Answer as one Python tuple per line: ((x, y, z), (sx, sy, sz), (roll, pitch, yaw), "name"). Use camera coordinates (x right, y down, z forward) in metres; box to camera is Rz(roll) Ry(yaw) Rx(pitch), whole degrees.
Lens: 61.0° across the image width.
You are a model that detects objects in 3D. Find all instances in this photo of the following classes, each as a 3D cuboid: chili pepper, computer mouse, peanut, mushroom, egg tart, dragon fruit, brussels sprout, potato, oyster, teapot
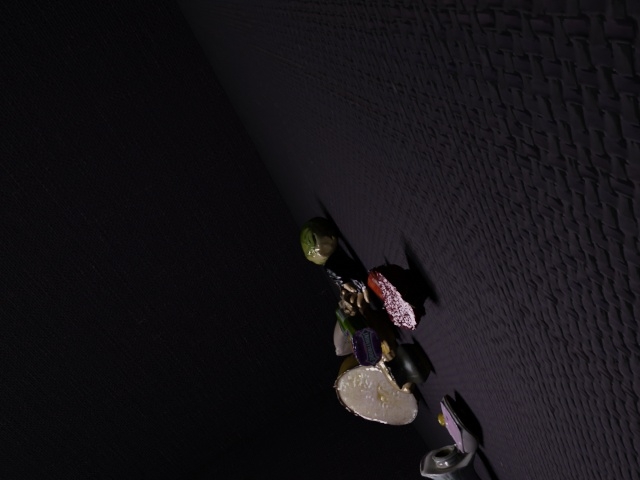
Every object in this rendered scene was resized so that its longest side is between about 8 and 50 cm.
((0.185, 0.143, 1.330), (0.169, 0.064, 0.088), (52, 173, 37), "chili pepper")
((0.379, 0.501, 1.479), (0.126, 0.056, 0.245), (57, 175, 40), "computer mouse")
((0.280, 0.476, 2.103), (0.257, 0.123, 0.123), (54, 175, 10), "peanut")
((0.131, 0.384, 2.404), (0.408, 0.153, 0.138), (87, 167, -51), "mushroom")
((0.218, 0.313, 1.948), (0.191, 0.074, 0.191), (60, 176, 6), "egg tart")
((0.183, 0.117, 1.108), (0.106, 0.083, 0.162), (36, 151, 46), "dragon fruit")
((-0.004, -0.003, 1.933), (0.143, 0.162, 0.180), (23, 171, -19), "brussels sprout")
((0.274, 0.617, 2.455), (0.296, 0.396, 0.290), (-40, -57, -60), "potato")
((0.099, 0.153, 2.026), (0.341, 0.110, 0.167), (-121, 15, -63), "oyster")
((0.262, 0.385, 1.633), (0.130, 0.119, 0.166), (57, 176, 35), "teapot")

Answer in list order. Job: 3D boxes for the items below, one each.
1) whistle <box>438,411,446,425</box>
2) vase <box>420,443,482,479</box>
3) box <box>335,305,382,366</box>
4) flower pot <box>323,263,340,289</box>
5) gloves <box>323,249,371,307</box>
((0.407, 0.551, 1.719), (0.046, 0.057, 0.109), (14, 155, 6), "whistle")
((0.469, 0.834, 1.631), (0.446, 0.249, 0.250), (64, 176, 1), "vase")
((0.133, 0.323, 1.931), (0.345, 0.097, 0.134), (-136, 28, -80), "box")
((0.045, 0.071, 2.251), (0.251, 0.084, 0.179), (60, 175, -11), "flower pot")
((0.101, 0.132, 1.842), (0.203, 0.124, 0.164), (38, -170, 12), "gloves")
